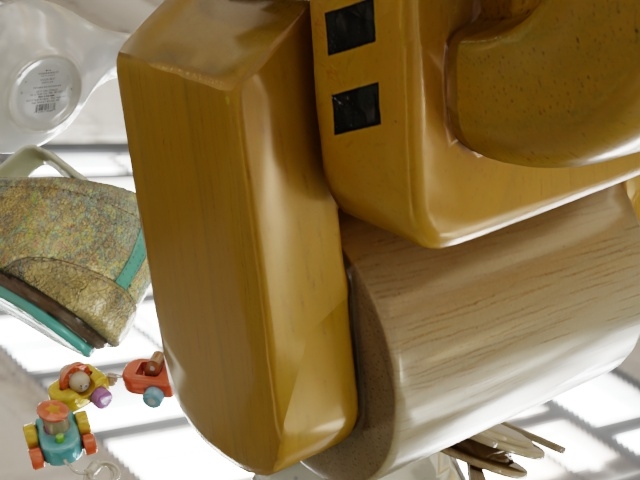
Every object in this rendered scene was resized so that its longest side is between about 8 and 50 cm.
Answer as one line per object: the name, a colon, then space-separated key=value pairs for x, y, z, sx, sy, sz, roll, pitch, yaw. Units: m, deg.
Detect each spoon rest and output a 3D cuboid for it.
spoon rest: x=-0.205 y=-0.145 z=1.192 sx=0.084 sy=0.276 sz=0.137 roll=34 pitch=-59 yaw=40

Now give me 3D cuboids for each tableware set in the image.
tableware set: x=0.048 y=0.112 z=0.860 sx=0.194 sy=0.128 sz=0.039 roll=21 pitch=-89 yaw=32

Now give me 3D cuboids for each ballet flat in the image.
ballet flat: x=-0.234 y=-0.019 z=0.891 sx=0.348 sy=0.123 sz=0.123 roll=15 pitch=-75 yaw=38

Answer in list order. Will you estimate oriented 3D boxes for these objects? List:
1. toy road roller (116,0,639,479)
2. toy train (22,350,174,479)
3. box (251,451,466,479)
toy road roller: x=0.072 y=-0.061 z=0.439 sx=0.240 sy=0.202 sz=0.330 roll=26 pitch=-53 yaw=50
toy train: x=-0.192 y=0.143 z=1.208 sx=0.125 sy=0.166 sz=0.046 roll=9 pitch=-55 yaw=18
box: x=0.005 y=0.266 z=1.014 sx=0.121 sy=0.148 sz=0.311 roll=64 pitch=-25 yaw=26
